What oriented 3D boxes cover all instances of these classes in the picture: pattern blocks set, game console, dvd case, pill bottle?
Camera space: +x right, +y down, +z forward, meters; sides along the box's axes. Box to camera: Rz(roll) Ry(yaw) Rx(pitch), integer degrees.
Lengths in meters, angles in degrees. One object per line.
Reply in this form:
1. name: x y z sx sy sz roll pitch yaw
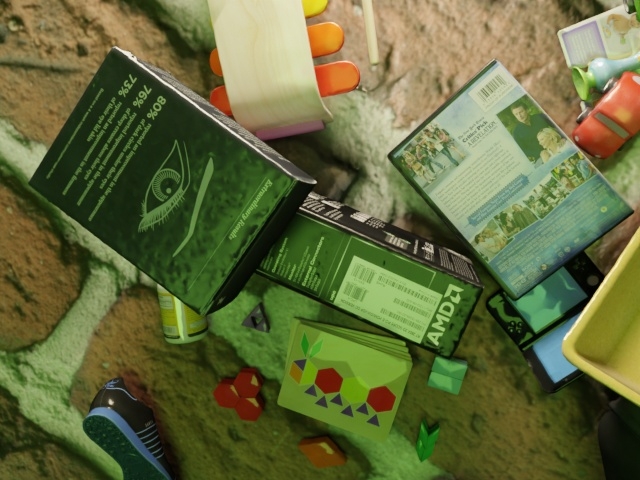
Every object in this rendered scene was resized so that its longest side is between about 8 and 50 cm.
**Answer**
1. pattern blocks set: 0.028 0.197 0.868 0.325 0.026 0.285 26 106 6
2. game console: 0.301 0.094 0.756 0.144 0.085 0.124 -39 91 16
3. dvd case: 0.231 -0.073 0.758 0.180 0.022 0.253 -42 86 17
4. pill bottle: -0.201 0.085 0.875 0.065 0.065 0.116 -3 101 13

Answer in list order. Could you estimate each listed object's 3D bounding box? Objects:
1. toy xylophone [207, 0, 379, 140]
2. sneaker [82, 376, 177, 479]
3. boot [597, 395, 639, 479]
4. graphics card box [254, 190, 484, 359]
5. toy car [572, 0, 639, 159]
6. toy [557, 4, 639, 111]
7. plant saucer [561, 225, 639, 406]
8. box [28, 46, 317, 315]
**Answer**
1. toy xylophone: -0.043 -0.288 0.752 0.236 0.081 0.322 0 102 13
2. sneaker: -0.279 0.316 0.940 0.081 0.090 0.232 -13 120 14
3. boot: 0.291 0.437 0.707 0.445 0.146 0.367 -40 109 5
4. graphics card box: 0.000 0.000 0.725 0.371 0.233 0.094 22 99 6
5. toy car: 0.367 -0.223 0.635 0.239 0.053 0.224 -19 95 20
6. toy: 0.410 -0.221 0.681 0.237 0.056 0.136 -20 98 16
7. plant saucer: 0.472 0.099 0.626 0.333 0.081 0.332 34 70 24
8. box: -0.132 -0.054 0.570 0.207 0.108 0.153 37 99 4
